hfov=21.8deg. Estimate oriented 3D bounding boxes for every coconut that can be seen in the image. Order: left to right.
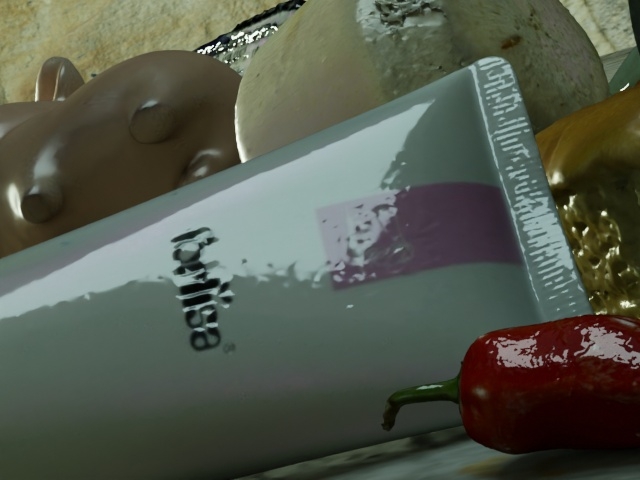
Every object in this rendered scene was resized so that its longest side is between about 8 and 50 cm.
[{"bbox_3d":[0.055,-0.061,1.026,0.234,0.224,0.224,-46,-9,30],"label":"coconut"}]

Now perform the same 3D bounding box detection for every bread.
[{"bbox_3d":[0.217,-0.042,0.790,0.246,0.121,0.174,-23,9,-16],"label":"bread"}]

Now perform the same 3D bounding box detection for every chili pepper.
[{"bbox_3d":[0.107,0.051,0.607,0.191,0.050,0.059,-7,-6,24],"label":"chili pepper"}]

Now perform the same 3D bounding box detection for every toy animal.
[{"bbox_3d":[-0.191,-0.048,1.417,0.326,0.237,0.269,-24,7,9],"label":"toy animal"}]

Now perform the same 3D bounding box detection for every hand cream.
[{"bbox_3d":[-0.062,0.044,0.754,0.359,0.185,0.118,-20,-36,10],"label":"hand cream"}]

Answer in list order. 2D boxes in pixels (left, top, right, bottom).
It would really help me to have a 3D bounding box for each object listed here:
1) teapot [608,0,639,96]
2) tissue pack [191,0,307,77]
[{"bbox_3d":[0.374,-0.165,1.262,0.239,0.321,0.239,-4,40,-27],"label":"teapot"},{"bbox_3d":[-0.005,-0.110,1.579,0.245,0.123,0.332,23,-13,-23],"label":"tissue pack"}]
